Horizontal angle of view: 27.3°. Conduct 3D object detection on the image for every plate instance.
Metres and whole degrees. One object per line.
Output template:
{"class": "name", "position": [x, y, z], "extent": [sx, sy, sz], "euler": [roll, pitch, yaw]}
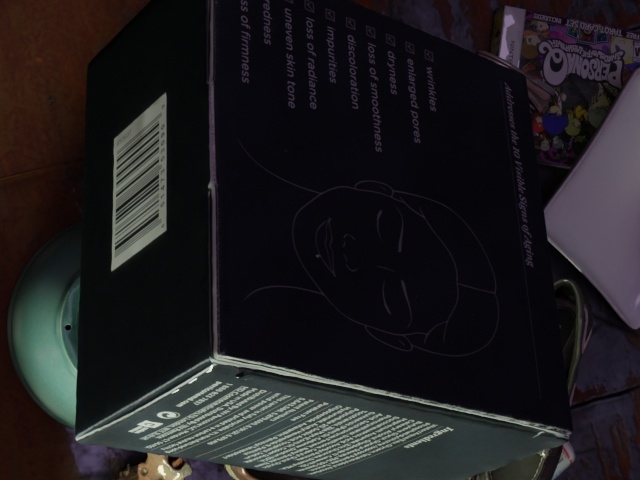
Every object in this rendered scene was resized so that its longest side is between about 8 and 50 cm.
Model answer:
{"class": "plate", "position": [0.434, -0.058, 1.845], "extent": [0.277, 0.045, 0.278], "euler": [41, 79, -33]}

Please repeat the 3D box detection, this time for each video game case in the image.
{"class": "video game case", "position": [0.345, -0.208, 1.865], "extent": [0.232, 0.042, 0.210], "euler": [9, 88, -14]}

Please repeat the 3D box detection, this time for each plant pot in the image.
{"class": "plant pot", "position": [-0.237, 0.105, 1.619], "extent": [0.293, 0.196, 0.293], "euler": [1, 86, -13]}

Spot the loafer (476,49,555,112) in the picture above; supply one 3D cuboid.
{"class": "loafer", "position": [0.261, -0.217, 1.801], "extent": [0.125, 0.045, 0.039], "euler": [26, 91, -13]}

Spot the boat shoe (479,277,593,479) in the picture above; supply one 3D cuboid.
{"class": "boat shoe", "position": [0.284, 0.201, 1.765], "extent": [0.112, 0.095, 0.335], "euler": [12, 62, 22]}

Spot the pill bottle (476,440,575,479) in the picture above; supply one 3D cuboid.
{"class": "pill bottle", "position": [0.265, 0.318, 1.808], "extent": [0.160, 0.087, 0.087], "euler": [-39, 98, -12]}

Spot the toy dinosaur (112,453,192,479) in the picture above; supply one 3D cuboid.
{"class": "toy dinosaur", "position": [-0.239, 0.391, 1.663], "extent": [0.200, 0.127, 0.296], "euler": [45, 91, -2]}

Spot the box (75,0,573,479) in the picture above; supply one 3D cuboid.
{"class": "box", "position": [0.000, 0.000, 1.491], "extent": [0.471, 0.297, 0.480], "euler": [16, 59, -33]}

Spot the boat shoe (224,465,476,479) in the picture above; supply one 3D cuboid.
{"class": "boat shoe", "position": [0.050, 0.289, 1.679], "extent": [0.342, 0.123, 0.123], "euler": [10, 89, -14]}
